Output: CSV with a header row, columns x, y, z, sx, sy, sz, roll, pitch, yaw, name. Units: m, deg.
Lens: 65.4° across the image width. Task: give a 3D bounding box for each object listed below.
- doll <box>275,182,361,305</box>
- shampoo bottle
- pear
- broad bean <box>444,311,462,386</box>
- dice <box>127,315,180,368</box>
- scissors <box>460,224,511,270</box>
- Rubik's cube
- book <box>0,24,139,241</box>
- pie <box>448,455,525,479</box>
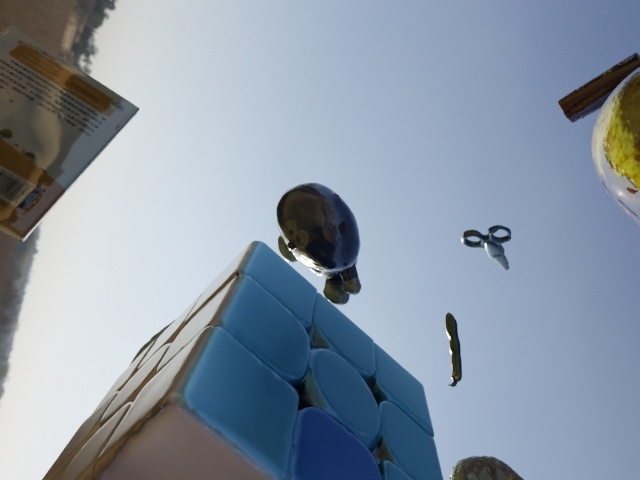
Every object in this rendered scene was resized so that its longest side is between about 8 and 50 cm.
x,y,z,sx,sy,sz,roll,pitch,yaw,name
0.000,0.000,0.936,0.154,0.258,0.228,-43,-109,-3,doll
0.616,-0.329,1.026,0.236,0.067,0.068,-32,-135,38,shampoo bottle
0.498,-0.117,0.635,0.283,0.284,0.283,-31,-128,50,pear
0.412,0.337,1.542,0.039,0.069,0.226,-15,-116,35,broad bean
-0.136,0.312,0.946,0.330,0.348,0.328,48,-15,29,dice
0.515,0.027,1.476,0.138,0.289,0.041,-14,-122,28,scissors
-0.075,0.230,0.500,0.291,0.290,0.291,-44,-168,16,Rubik's cube
-0.399,-0.156,0.654,0.020,0.208,0.295,-43,-159,42,book
0.444,0.633,1.181,0.302,0.302,0.067,51,-53,54,pie
